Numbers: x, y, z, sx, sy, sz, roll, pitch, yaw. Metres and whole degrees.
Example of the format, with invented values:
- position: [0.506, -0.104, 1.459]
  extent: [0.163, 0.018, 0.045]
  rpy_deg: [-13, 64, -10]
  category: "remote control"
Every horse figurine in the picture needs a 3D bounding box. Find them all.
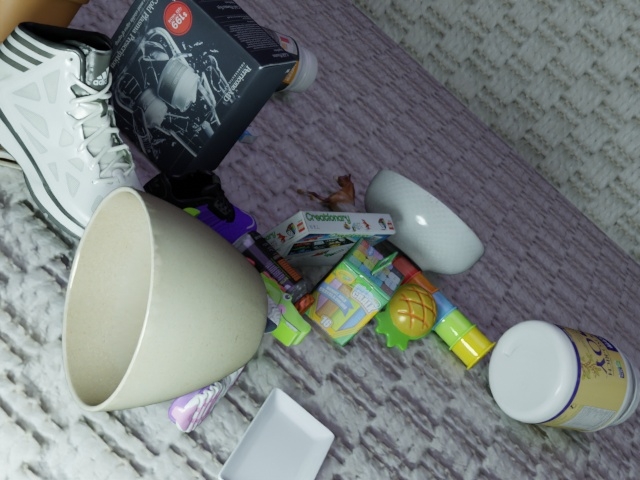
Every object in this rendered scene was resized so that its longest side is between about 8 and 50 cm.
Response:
- position: [0.057, -0.064, 2.194]
  extent: [0.174, 0.066, 0.263]
  rpy_deg: [1, 45, -41]
  category: "horse figurine"

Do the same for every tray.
- position: [-0.074, 0.369, 1.485]
  extent: [0.145, 0.030, 0.270]
  rpy_deg: [41, 29, -2]
  category: "tray"

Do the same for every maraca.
- position: [0.197, 0.174, 2.010]
  extent: [0.127, 0.099, 0.186]
  rpy_deg: [50, 54, 4]
  category: "maraca"

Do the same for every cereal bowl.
- position: [0.239, -0.022, 2.207]
  extent: [0.339, 0.141, 0.339]
  rpy_deg: [39, -6, 4]
  category: "cereal bowl"

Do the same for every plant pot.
- position: [-0.620, -0.495, 1.774]
  extent: [0.291, 0.203, 0.291]
  rpy_deg: [22, 14, -6]
  category: "plant pot"

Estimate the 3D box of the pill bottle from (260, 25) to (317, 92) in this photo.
- position: [-0.151, -0.507, 2.447]
  extent: [0.278, 0.162, 0.162]
  rpy_deg: [9, 42, -43]
  category: "pill bottle"

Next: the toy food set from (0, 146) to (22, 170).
- position: [-0.591, -0.252, 1.648]
  extent: [0.220, 0.092, 0.306]
  rpy_deg: [13, 39, -41]
  category: "toy food set"

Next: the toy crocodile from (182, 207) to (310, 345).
- position: [-0.157, 0.073, 1.649]
  extent: [0.340, 0.115, 0.105]
  rpy_deg: [37, 54, 8]
  category: "toy crocodile"

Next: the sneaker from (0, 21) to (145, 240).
- position: [-0.399, -0.186, 1.493]
  extent: [0.447, 0.257, 0.169]
  rpy_deg: [47, 36, 2]
  category: "sneaker"

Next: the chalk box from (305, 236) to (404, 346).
- position: [0.080, 0.093, 1.853]
  extent: [0.132, 0.213, 0.132]
  rpy_deg: [42, 29, 1]
  category: "chalk box"

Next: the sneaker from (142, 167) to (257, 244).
- position: [-0.229, -0.071, 1.779]
  extent: [0.293, 0.146, 0.102]
  rpy_deg: [12, 40, -40]
  category: "sneaker"

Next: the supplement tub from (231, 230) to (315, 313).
- position: [-0.108, 0.083, 1.744]
  extent: [0.190, 0.117, 0.117]
  rpy_deg: [46, 29, 8]
  category: "supplement tub"

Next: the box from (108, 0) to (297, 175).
- position: [-0.287, -0.359, 1.898]
  extent: [0.312, 0.343, 0.179]
  rpy_deg: [44, 28, 6]
  category: "box"

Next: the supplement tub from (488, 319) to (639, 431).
- position: [0.594, 0.332, 2.111]
  extent: [0.331, 0.241, 0.241]
  rpy_deg: [16, 38, -37]
  category: "supplement tub"

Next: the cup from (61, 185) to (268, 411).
- position: [-0.222, 0.101, 1.340]
  extent: [0.237, 0.331, 0.331]
  rpy_deg: [11, 40, -33]
  category: "cup"

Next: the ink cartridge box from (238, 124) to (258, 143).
- position: [-0.201, -0.287, 2.225]
  extent: [0.048, 0.028, 0.083]
  rpy_deg: [0, 48, -50]
  category: "ink cartridge box"

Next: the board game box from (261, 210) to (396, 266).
- position: [0.000, 0.000, 1.903]
  extent: [0.305, 0.193, 0.053]
  rpy_deg: [0, 66, -50]
  category: "board game box"

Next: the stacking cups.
- position: [0.277, 0.169, 2.120]
  extent: [0.316, 0.096, 0.096]
  rpy_deg: [45, 29, 13]
  category: "stacking cups"

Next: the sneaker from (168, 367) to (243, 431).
- position: [-0.206, 0.230, 1.466]
  extent: [0.104, 0.095, 0.236]
  rpy_deg: [36, 24, 4]
  category: "sneaker"

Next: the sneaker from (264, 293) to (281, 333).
- position: [-0.173, 0.128, 1.559]
  extent: [0.235, 0.153, 0.094]
  rpy_deg: [9, 67, 12]
  category: "sneaker"
